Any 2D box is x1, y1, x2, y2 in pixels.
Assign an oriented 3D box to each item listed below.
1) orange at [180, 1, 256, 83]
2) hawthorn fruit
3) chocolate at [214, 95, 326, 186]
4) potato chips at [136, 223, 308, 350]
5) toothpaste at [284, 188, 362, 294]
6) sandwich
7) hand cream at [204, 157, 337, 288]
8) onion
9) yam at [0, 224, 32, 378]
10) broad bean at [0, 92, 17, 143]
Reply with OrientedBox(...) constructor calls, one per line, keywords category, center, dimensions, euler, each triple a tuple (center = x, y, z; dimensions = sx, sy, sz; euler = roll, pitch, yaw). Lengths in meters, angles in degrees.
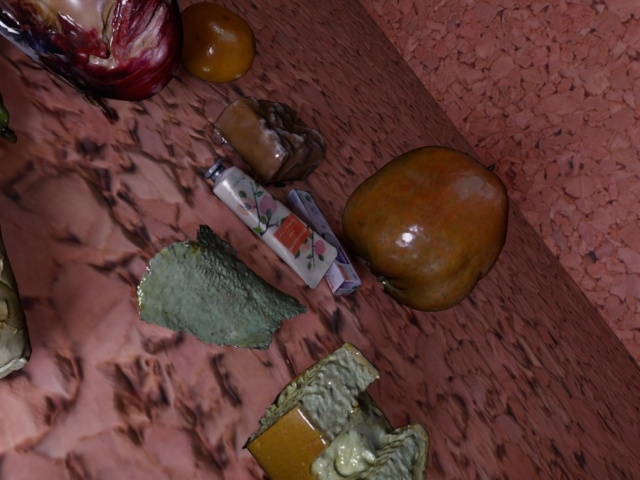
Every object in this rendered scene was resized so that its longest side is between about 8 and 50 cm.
OrientedBox(category="orange", center=(-0.194, -0.355, 1.097), dimensions=(0.156, 0.124, 0.156), euler=(20, 43, -20))
OrientedBox(category="hawthorn fruit", center=(0.199, -0.040, 1.052), dimensions=(0.268, 0.301, 0.268), euler=(45, 0, 0))
OrientedBox(category="chocolate", center=(-0.076, -0.178, 1.062), dimensions=(0.148, 0.093, 0.214), euler=(52, 25, 6))
OrientedBox(category="potato chips", center=(-0.111, 0.059, 0.710), dimensions=(0.167, 0.059, 0.228), euler=(58, 26, 0))
OrientedBox(category="toothpaste", center=(0.000, 0.000, 0.988), dimensions=(0.047, 0.040, 0.196), euler=(6, 47, -49))
OrientedBox(category="sandwich", center=(0.041, 0.241, 0.610), dimensions=(0.236, 0.128, 0.122), euler=(49, 33, 5))
OrientedBox(category="hand cream", center=(-0.075, -0.030, 0.898), dimensions=(0.234, 0.050, 0.080), euler=(42, 61, -12))
OrientedBox(category="onion", center=(-0.291, -0.321, 0.738), dimensions=(0.314, 0.232, 0.314), euler=(42, -2, 1))
OrientedBox(category="yam", center=(-0.310, -0.025, 0.499), dimensions=(0.318, 0.071, 0.067), euler=(61, -16, 21))
OrientedBox(category="broad bean", center=(-0.394, -0.211, 0.663), dimensions=(0.065, 0.046, 0.255), euler=(15, 41, -60))
